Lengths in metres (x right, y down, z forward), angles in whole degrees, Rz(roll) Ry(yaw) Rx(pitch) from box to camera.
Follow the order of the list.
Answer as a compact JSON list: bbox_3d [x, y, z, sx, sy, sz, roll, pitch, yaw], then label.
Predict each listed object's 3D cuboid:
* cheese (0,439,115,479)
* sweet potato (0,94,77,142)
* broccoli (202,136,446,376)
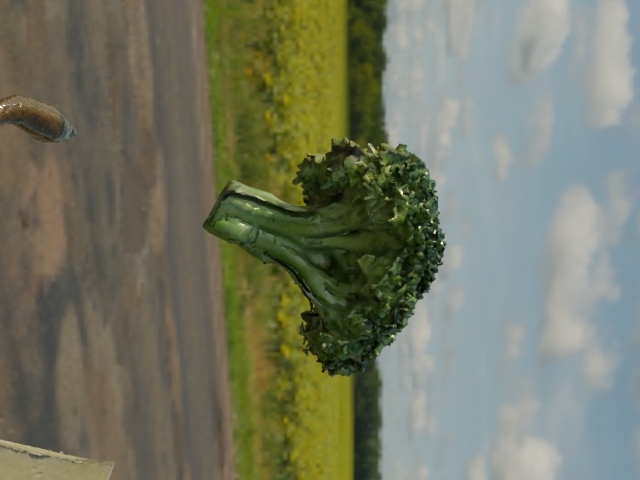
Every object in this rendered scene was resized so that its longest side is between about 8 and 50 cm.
[{"bbox_3d":[-0.381,0.274,1.387,0.400,0.034,0.085,30,83,-56],"label":"cheese"},{"bbox_3d":[-0.275,-0.114,1.107,0.153,0.038,0.041,-3,76,-66],"label":"sweet potato"},{"bbox_3d":[0.000,0.000,0.949,0.194,0.194,0.220,-88,-156,-48],"label":"broccoli"}]
